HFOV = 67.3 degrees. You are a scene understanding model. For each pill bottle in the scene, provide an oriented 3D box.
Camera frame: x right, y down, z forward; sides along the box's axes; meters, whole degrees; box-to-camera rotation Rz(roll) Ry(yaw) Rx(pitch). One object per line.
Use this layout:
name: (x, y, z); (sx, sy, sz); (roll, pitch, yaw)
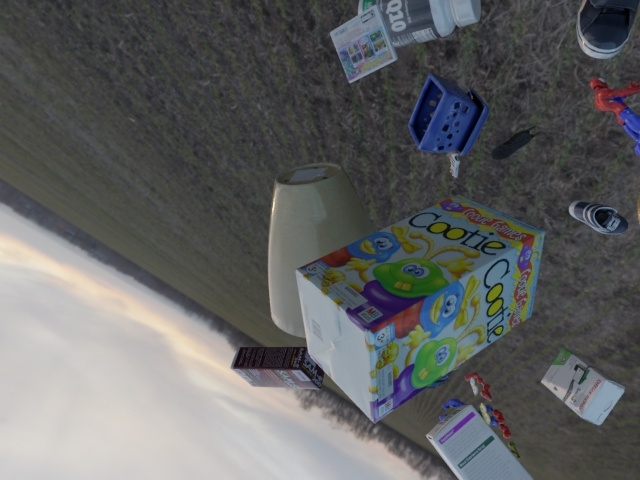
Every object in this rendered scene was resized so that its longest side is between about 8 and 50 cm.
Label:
pill bottle: (0.323, -0.757, 1.576); (0.360, 0.204, 0.204); (-4, 149, 31)

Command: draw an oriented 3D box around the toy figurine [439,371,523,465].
toy figurine: (0.511, 0.661, 1.627); (0.217, 0.363, 0.191); (-31, 140, 22)

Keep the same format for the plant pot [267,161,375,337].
plant pot: (0.000, 0.000, 0.925); (0.256, 0.256, 0.274); (15, 125, 44)

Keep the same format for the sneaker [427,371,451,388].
sneaker: (0.146, 0.186, 0.830); (0.221, 0.087, 0.083); (27, -172, -23)

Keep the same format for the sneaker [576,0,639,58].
sneaker: (0.705, -0.601, 1.153); (0.126, 0.322, 0.127); (14, 164, 14)

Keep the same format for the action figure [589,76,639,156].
action figure: (0.771, -0.308, 1.148); (0.281, 0.139, 0.091); (61, -168, 23)

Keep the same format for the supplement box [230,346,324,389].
supplement box: (-0.122, 0.365, 1.377); (0.239, 0.073, 0.130); (-8, 137, 28)

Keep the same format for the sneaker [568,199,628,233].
sneaker: (1.162, -0.079, 1.939); (0.282, 0.099, 0.153); (19, -171, -14)

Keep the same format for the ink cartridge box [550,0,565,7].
ink cartridge box: (0.602, -0.538, 0.881); (0.306, 0.304, 0.072); (-15, 105, 21)

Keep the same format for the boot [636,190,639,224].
boot: (0.868, -0.129, 1.102); (0.090, 0.249, 0.206); (34, 168, -19)

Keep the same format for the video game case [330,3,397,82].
video game case: (0.112, -0.514, 1.267); (0.157, 0.019, 0.143); (-13, 106, 41)

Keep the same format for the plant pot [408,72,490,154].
plant pot: (0.486, -0.467, 1.814); (0.211, 0.236, 0.236); (11, 125, -11)

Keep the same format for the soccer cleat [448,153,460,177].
soccer cleat: (0.468, -0.261, 1.665); (0.029, 0.084, 0.035); (-9, -179, -38)

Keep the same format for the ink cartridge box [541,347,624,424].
ink cartridge box: (0.908, 0.503, 1.676); (0.092, 0.160, 0.219); (25, -171, -17)

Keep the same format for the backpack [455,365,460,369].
backpack: (0.424, 0.414, 1.759); (0.181, 0.152, 0.115); (-10, 114, 10)

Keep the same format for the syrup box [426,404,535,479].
syrup box: (0.295, 0.404, 0.816); (0.237, 0.096, 0.093); (52, 172, 19)

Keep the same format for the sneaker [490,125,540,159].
sneaker: (0.665, -0.333, 1.643); (0.170, 0.089, 0.051); (-31, 96, 27)

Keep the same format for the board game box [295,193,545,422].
board game box: (0.128, 0.069, 0.606); (0.142, 0.275, 0.145); (35, 141, 47)
